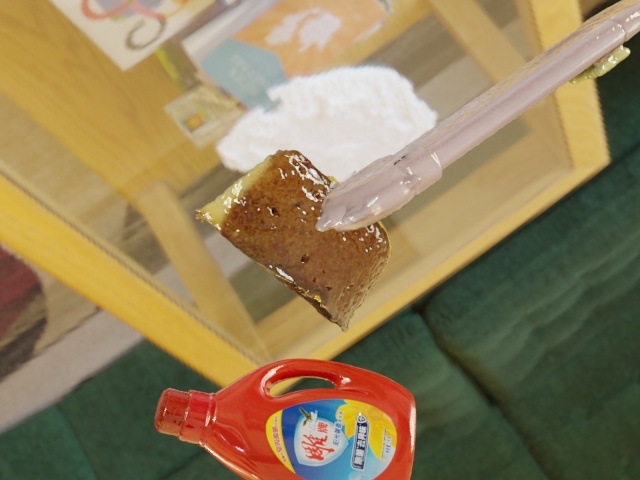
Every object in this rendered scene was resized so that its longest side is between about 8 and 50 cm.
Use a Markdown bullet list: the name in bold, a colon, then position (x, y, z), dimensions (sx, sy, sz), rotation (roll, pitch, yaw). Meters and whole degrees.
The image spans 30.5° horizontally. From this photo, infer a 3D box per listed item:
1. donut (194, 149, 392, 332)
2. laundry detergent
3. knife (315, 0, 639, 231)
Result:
- **donut**: position (0.000, 0.000, 1.132), dimensions (0.112, 0.151, 0.295), rotation (-49, 168, 6)
- **laundry detergent**: position (-0.023, 0.118, 0.753), dimensions (0.165, 0.097, 0.049), rotation (14, 150, -11)
- **knife**: position (0.149, -0.106, 0.877), dimensions (0.398, 0.038, 0.132), rotation (-34, -172, -27)
